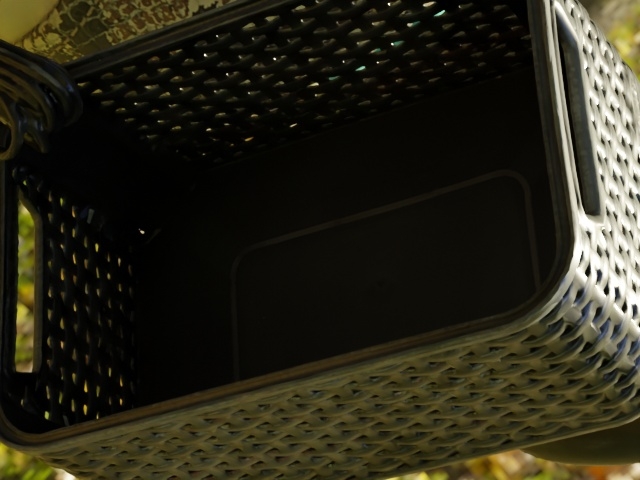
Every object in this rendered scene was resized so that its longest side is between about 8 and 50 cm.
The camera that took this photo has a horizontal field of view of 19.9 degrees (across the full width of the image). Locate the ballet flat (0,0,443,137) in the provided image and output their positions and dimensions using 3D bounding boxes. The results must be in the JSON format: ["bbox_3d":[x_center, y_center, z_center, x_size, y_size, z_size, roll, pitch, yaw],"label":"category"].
[{"bbox_3d":[-0.140,-0.125,0.714,0.182,0.483,0.164,16,84,-33],"label":"ballet flat"}]

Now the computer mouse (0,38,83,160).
[{"bbox_3d":[-0.141,-0.082,0.469,0.106,0.042,0.193,43,6,24],"label":"computer mouse"}]

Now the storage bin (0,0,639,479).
[{"bbox_3d":[0.000,0.000,0.525,0.084,0.180,0.122,39,41,-53],"label":"storage bin"}]

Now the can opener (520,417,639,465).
[{"bbox_3d":[0.054,0.029,0.595,0.073,0.186,0.059,-33,115,-41],"label":"can opener"}]
